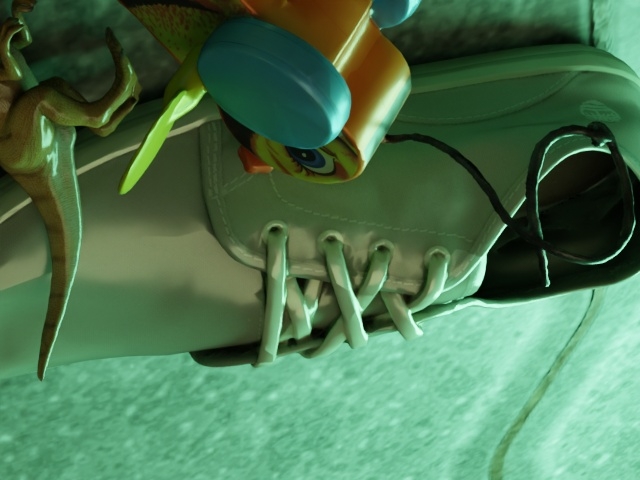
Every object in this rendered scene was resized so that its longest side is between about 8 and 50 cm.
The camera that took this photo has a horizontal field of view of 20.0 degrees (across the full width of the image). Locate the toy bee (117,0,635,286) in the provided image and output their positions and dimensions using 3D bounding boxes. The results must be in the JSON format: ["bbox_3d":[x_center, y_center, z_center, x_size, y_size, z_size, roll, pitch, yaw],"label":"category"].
[{"bbox_3d":[-0.023,-0.077,0.839,0.195,0.298,0.162,-36,-170,-29],"label":"toy bee"}]

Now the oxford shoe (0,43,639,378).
[{"bbox_3d":[0.000,0.000,0.990,0.449,0.130,0.169,-13,143,-18],"label":"oxford shoe"}]

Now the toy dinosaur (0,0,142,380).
[{"bbox_3d":[-0.137,-0.051,0.882,0.112,0.064,0.211,-27,118,-3],"label":"toy dinosaur"}]
